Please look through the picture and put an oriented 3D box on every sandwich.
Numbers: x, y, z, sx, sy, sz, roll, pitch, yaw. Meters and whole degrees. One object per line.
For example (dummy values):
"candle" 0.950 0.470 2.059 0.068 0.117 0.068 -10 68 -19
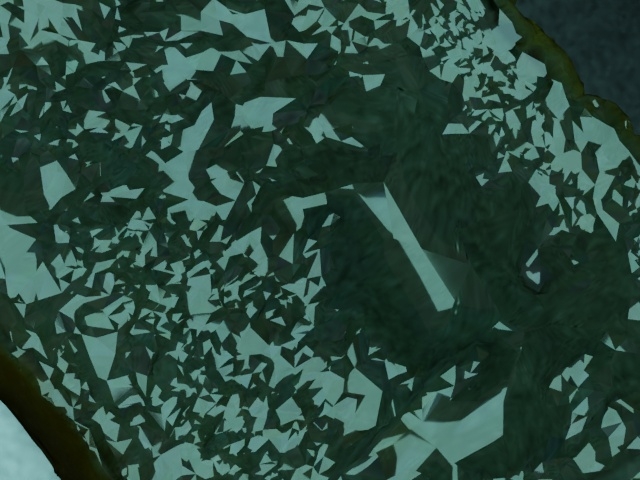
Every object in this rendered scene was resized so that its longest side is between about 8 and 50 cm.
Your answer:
"sandwich" 0.000 0.000 0.448 0.271 0.099 0.301 -36 91 -15
